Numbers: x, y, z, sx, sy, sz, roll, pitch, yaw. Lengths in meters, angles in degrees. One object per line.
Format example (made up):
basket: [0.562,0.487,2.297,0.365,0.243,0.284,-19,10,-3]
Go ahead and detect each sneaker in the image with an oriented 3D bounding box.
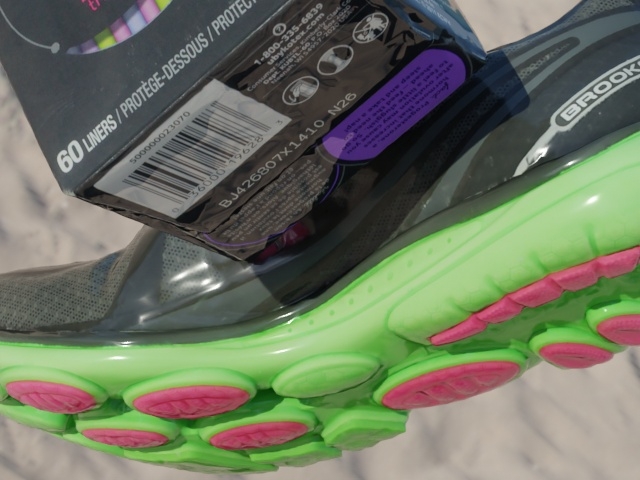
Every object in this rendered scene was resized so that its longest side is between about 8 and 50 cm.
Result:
sneaker: [0.000,0.000,0.979,0.185,0.482,0.202,45,34,-52]

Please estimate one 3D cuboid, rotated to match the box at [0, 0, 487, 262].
box: [-0.071,-0.151,0.827,0.143,0.165,0.270,24,31,-56]
